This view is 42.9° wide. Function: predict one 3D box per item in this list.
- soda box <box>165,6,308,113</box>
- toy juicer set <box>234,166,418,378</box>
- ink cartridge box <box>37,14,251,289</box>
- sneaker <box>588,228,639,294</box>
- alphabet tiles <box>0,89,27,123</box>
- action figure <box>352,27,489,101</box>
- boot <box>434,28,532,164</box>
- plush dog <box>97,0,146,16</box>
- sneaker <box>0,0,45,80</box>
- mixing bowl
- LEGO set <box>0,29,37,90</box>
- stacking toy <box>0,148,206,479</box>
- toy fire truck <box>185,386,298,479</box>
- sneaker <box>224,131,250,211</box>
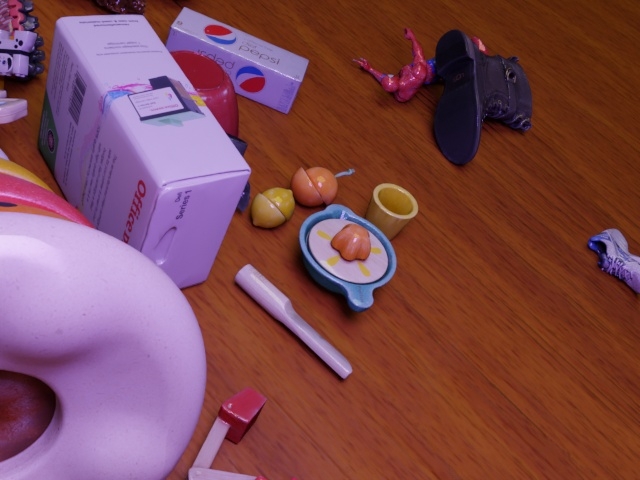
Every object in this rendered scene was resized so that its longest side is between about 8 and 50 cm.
[{"bbox_3d":[-0.133,-0.283,1.282,0.216,0.069,0.073,22,42,-7],"label":"soda box"},{"bbox_3d":[0.000,0.000,1.056,0.209,0.089,0.329,27,42,-1],"label":"toy juicer set"},{"bbox_3d":[-0.218,-0.098,0.954,0.117,0.201,0.278,-14,56,-36],"label":"ink cartridge box"},{"bbox_3d":[0.476,0.039,1.303,0.058,0.052,0.135,-8,45,-21],"label":"sneaker"},{"bbox_3d":[-0.480,-0.137,0.886,0.284,0.021,0.278,2,18,4],"label":"alphabet tiles"},{"bbox_3d":[0.177,-0.333,1.478,0.139,0.091,0.280,48,44,12],"label":"action figure"},{"bbox_3d":[0.305,-0.237,1.437,0.229,0.091,0.262,15,70,-42],"label":"boot"},{"bbox_3d":[-0.339,-0.480,1.306,0.262,0.210,0.225,32,68,7],"label":"plush dog"},{"bbox_3d":[-0.470,-0.328,1.135,0.135,0.097,0.276,-16,68,-16],"label":"sneaker"},{"bbox_3d":[-0.191,-0.204,1.153,0.182,0.098,0.181,14,43,-14],"label":"mixing bowl"},{"bbox_3d":[-0.452,-0.219,1.038,0.227,0.093,0.087,6,6,13],"label":"LEGO set"},{"bbox_3d":[-0.336,0.033,0.751,0.351,0.350,0.480,-1,32,-29],"label":"stacking toy"},{"bbox_3d":[-0.084,0.248,0.798,0.135,0.047,0.192,36,43,10],"label":"toy fire truck"},{"bbox_3d":[-0.164,-0.109,1.082,0.170,0.089,0.051,20,13,-9],"label":"sneaker"}]
